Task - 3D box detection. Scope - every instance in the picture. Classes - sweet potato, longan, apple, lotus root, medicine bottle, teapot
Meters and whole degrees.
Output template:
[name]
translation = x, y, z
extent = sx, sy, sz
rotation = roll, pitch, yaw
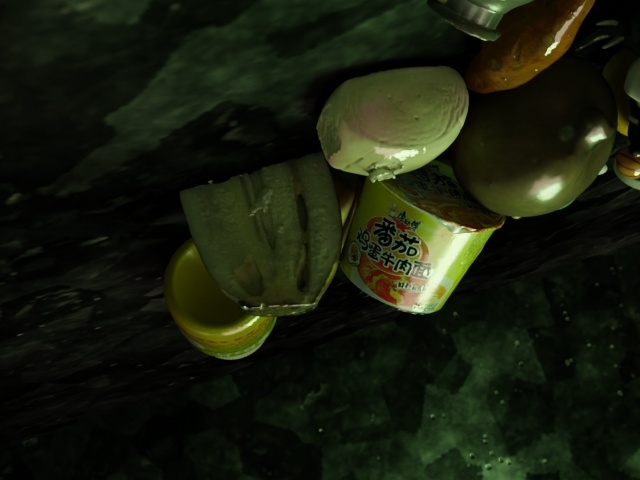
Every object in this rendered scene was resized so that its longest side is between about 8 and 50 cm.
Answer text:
[sweet potato]
translation = 0.290, -0.287, 1.460
extent = 0.112, 0.112, 0.359
rotation = -11, 166, -28
[longan]
translation = 0.359, -0.169, 1.657
extent = 0.300, 0.300, 0.243
rotation = -30, 125, 35
[apple]
translation = 0.572, -0.260, 1.751
extent = 0.182, 0.182, 0.155
rotation = -16, 147, -12
[lotus root]
translation = -0.080, 0.012, 1.763
extent = 0.267, 0.260, 0.149
rotation = -17, 166, -7
[medicine bottle]
translation = -0.201, 0.131, 2.119
extent = 0.224, 0.224, 0.384
rotation = -17, 166, -7
[teapot]
translation = 0.180, -0.315, 1.195
extent = 0.166, 0.130, 0.119
rotation = 20, 116, -19

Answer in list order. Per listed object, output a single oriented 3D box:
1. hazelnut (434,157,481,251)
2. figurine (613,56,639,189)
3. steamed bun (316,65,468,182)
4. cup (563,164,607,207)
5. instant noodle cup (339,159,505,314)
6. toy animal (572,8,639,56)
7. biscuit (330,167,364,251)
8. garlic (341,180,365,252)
[hazelnut]
translation = 0.221, -0.040, 2.003
extent = 0.241, 0.261, 0.261
rotation = 3, 163, -2
[figurine]
translation = 0.536, -0.197, 1.583
extent = 0.176, 0.133, 0.236
rotation = -38, 144, -39
[steamed bun]
translation = 0.121, -0.171, 1.569
extent = 0.239, 0.152, 0.170
rotation = -9, 163, -23
[cup]
translation = 0.419, -0.147, 2.010
extent = 0.173, 0.167, 0.300
rotation = 1, -179, -43
[instant noodle cup]
translation = 0.161, -0.013, 1.738
extent = 0.264, 0.264, 0.200
rotation = -4, 128, -45
[toy animal]
translation = 0.545, -0.348, 1.598
extent = 0.269, 0.082, 0.137
rotation = -9, 161, -22
[biscuit]
translation = 0.000, 0.000, 1.938
extent = 0.290, 0.062, 0.237
rotation = -56, 160, -2
[garlic]
translation = 0.108, -0.028, 1.907
extent = 0.087, 0.101, 0.195
rotation = -35, 149, -49
